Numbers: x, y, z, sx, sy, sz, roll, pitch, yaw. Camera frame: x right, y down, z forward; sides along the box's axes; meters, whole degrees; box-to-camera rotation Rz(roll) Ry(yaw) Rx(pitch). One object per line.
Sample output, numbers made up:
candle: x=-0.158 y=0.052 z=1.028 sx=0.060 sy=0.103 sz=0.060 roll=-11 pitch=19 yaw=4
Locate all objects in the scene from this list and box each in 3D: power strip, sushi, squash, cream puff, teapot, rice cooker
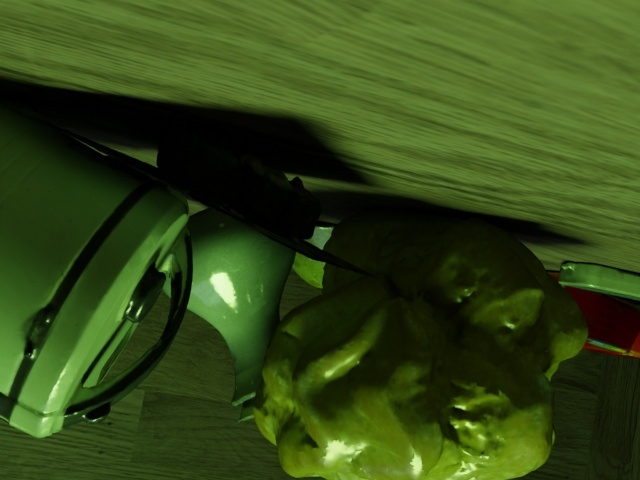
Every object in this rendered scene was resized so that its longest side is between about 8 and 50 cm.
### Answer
power strip: x=0.407 y=0.062 z=1.023 sx=0.226 sy=0.029 sz=0.080 roll=12 pitch=175 yaw=-14
sushi: x=-0.064 y=-0.047 z=0.626 sx=0.231 sy=0.047 sz=0.219 roll=27 pitch=-178 yaw=17
squash: x=-0.002 y=0.024 z=1.156 sx=0.191 sy=0.085 sz=0.184 roll=6 pitch=174 yaw=31
cream puff: x=0.072 y=0.104 z=0.800 sx=0.323 sy=0.270 sz=0.274 roll=-4 pitch=-175 yaw=38
teapot: x=-0.090 y=0.085 z=0.990 sx=0.183 sy=0.251 sz=0.183 roll=-21 pitch=168 yaw=-5
rice cooker: x=-0.223 y=0.021 z=0.630 sx=0.244 sy=0.226 sz=0.226 roll=28 pitch=175 yaw=0

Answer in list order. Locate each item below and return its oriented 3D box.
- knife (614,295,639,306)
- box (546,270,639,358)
knife: x=0.533 y=0.111 z=1.375 sx=0.072 sy=0.019 sz=0.245 roll=9 pitch=172 yaw=25
box: x=0.376 y=0.116 z=1.290 sx=0.313 sy=0.089 sz=0.197 roll=18 pitch=171 yaw=-41
